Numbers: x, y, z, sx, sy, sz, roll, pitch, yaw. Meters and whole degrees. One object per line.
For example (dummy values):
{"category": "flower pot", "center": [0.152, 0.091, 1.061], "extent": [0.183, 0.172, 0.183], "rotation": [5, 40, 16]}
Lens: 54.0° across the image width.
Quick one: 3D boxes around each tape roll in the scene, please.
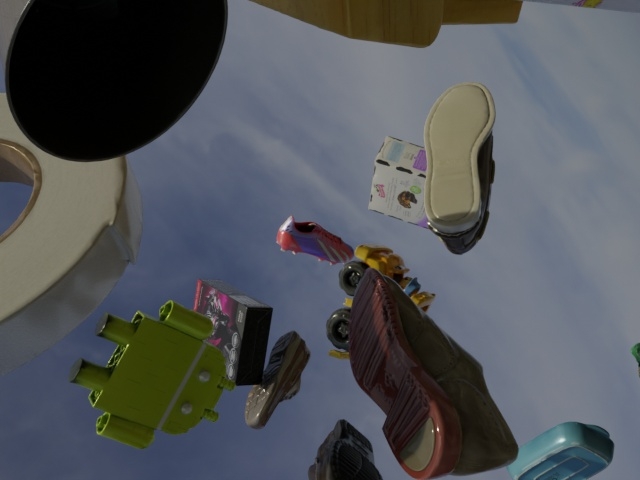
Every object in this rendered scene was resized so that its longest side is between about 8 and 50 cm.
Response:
{"category": "tape roll", "center": [-0.390, -0.017, 0.676], "extent": [0.072, 0.392, 0.392], "rotation": [83, -178, -49]}

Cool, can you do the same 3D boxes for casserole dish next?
{"category": "casserole dish", "center": [0.385, 0.359, 1.014], "extent": [0.114, 0.188, 0.037], "rotation": [31, -144, -13]}

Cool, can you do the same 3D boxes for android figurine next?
{"category": "android figurine", "center": [-0.271, 0.230, 1.065], "extent": [0.273, 0.248, 0.056], "rotation": [34, 172, -30]}

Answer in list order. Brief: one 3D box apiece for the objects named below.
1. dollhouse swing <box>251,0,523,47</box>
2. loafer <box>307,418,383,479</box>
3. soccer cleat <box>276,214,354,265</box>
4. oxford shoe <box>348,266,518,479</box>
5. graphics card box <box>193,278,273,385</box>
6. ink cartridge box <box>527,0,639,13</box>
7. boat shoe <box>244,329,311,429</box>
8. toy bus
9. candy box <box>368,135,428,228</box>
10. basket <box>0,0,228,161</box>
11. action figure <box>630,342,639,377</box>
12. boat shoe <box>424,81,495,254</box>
{"category": "dollhouse swing", "center": [0.036, -0.379, 0.667], "extent": [0.305, 0.315, 0.347], "rotation": [-27, -138, -24]}
{"category": "loafer", "center": [0.026, 0.297, 0.790], "extent": [0.080, 0.078, 0.220], "rotation": [39, -178, 6]}
{"category": "soccer cleat", "center": [0.000, 0.000, 1.650], "extent": [0.248, 0.095, 0.083], "rotation": [13, -152, -33]}
{"category": "oxford shoe", "center": [0.127, 0.160, 0.803], "extent": [0.130, 0.123, 0.348], "rotation": [10, -150, -20]}
{"category": "graphics card box", "center": [-0.280, 0.265, 1.889], "extent": [0.094, 0.371, 0.232], "rotation": [6, -83, -35]}
{"category": "ink cartridge box", "center": [0.280, -0.327, 0.574], "extent": [0.278, 0.201, 0.117], "rotation": [7, -117, 2]}
{"category": "boat shoe", "center": [-0.110, 0.416, 1.842], "extent": [0.116, 0.123, 0.324], "rotation": [44, -129, -19]}
{"category": "toy bus", "center": [0.139, 0.133, 1.147], "extent": [0.149, 0.211, 0.220], "rotation": [0, -76, -59]}
{"category": "candy box", "center": [0.199, -0.099, 1.213], "extent": [0.196, 0.165, 0.070], "rotation": [20, -119, 10]}
{"category": "basket", "center": [-0.198, -0.215, 0.512], "extent": [0.154, 0.204, 0.227], "rotation": [-1, -130, -44]}
{"category": "action figure", "center": [0.570, 0.281, 1.037], "extent": [0.137, 0.063, 0.232], "rotation": [14, -122, -44]}
{"category": "boat shoe", "center": [0.236, -0.129, 1.052], "extent": [0.096, 0.117, 0.324], "rotation": [61, -147, -49]}
